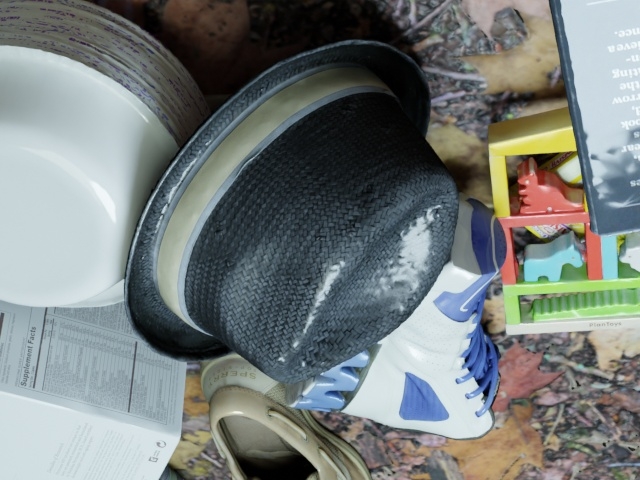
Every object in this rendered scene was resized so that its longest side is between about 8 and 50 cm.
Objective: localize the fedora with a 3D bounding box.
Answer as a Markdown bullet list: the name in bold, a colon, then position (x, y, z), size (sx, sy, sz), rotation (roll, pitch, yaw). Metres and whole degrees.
- **fedora**: position (0.000, 0.000, 1.585), size (0.334, 0.152, 0.334), rotation (-29, 143, -26)

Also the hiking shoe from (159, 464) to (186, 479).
- **hiking shoe**: position (-0.218, 0.324, 2.047), size (0.227, 0.086, 0.114), rotation (-34, 121, 28)

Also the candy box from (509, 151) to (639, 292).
- **candy box**: position (0.275, -0.010, 1.758), size (0.206, 0.027, 0.105), rotation (35, 128, -28)

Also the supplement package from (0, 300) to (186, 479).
- **supplement package**: position (-0.279, 0.137, 1.790), size (0.262, 0.198, 0.199), rotation (16, 133, -15)

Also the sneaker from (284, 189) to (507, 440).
- **sneaker**: position (0.114, 0.086, 1.783), size (0.182, 0.127, 0.315), rotation (23, 139, -16)

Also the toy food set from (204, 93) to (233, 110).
- **toy food set**: position (-0.063, -0.033, 1.710), size (0.128, 0.071, 0.218), rotation (4, 134, -3)

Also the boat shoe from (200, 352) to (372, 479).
- **boat shoe**: position (-0.035, 0.245, 1.950), size (0.121, 0.110, 0.341), rotation (-18, 131, 18)

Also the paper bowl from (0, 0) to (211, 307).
- **paper bowl**: position (-0.238, -0.057, 1.608), size (0.284, 0.148, 0.284), rotation (6, 130, 8)

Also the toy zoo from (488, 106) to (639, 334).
- **toy zoo**: position (0.252, -0.028, 1.699), size (0.192, 0.030, 0.293), rotation (-4, 134, 8)

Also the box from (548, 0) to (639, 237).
- **box**: position (0.257, -0.250, 1.342), size (0.211, 0.294, 0.395), rotation (-9, 134, 10)
